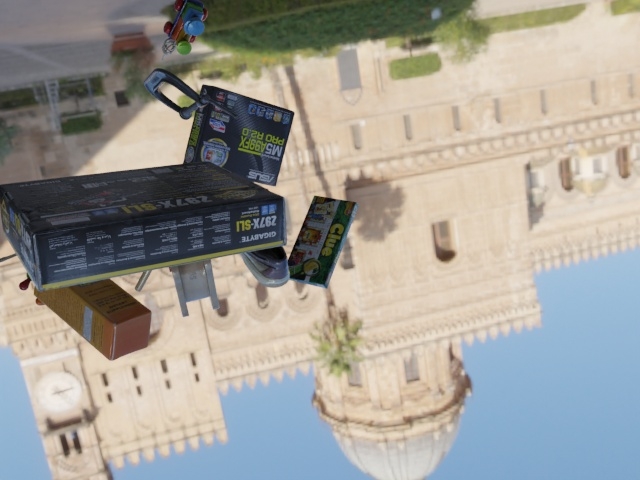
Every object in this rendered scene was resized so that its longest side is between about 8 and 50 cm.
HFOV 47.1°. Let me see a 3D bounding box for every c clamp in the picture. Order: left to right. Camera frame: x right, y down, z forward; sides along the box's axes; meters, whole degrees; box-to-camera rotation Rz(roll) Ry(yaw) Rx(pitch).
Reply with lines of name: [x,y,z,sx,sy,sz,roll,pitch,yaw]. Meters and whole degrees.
c clamp: [-0.221,-0.226,1.188,0.161,0.137,0.022,4,-118,60]

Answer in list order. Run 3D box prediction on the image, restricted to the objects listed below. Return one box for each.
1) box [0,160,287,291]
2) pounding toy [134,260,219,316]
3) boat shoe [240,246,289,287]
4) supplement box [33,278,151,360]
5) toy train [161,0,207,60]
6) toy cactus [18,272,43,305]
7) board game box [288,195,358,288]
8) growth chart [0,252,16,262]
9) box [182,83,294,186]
box: [-0.246,-0.034,0.996,0.322,0.079,0.257,-11,-157,-29]
pounding toy: [-0.297,0.036,1.453,0.155,0.269,0.154,-13,-132,-11]
boat shoe: [-0.161,-0.017,1.643,0.103,0.092,0.285,-18,-127,-36]
supplement box: [-0.384,0.104,1.226,0.233,0.080,0.078,28,-150,32]
toy train: [-0.444,-0.637,2.344,0.105,0.248,0.143,15,-143,-31]
toy cactus: [-0.563,0.086,1.696,0.219,0.112,0.180,13,-138,-7]
board game box: [0.000,0.000,2.012,0.136,0.259,0.030,11,157,24]
growth chart: [-0.751,0.056,1.651,0.237,0.021,0.172,-29,-169,-38]
box: [-0.212,-0.273,1.945,0.270,0.216,0.060,11,-173,-39]
